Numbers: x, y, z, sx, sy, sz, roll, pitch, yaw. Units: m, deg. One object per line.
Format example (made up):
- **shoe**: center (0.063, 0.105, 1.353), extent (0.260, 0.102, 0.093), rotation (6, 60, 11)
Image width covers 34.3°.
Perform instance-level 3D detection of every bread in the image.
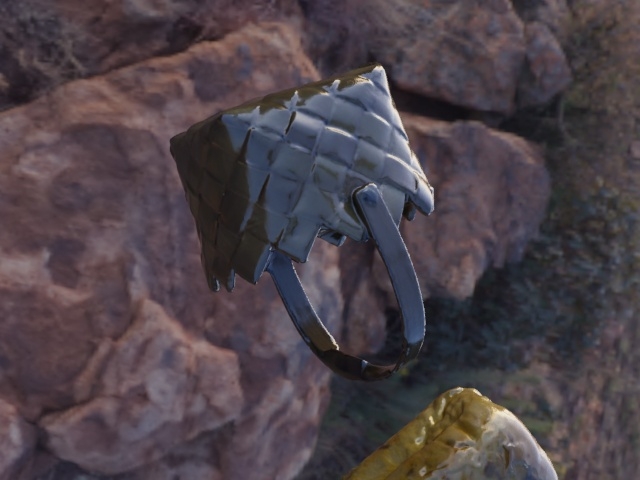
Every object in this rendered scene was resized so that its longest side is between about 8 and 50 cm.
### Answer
- **bread**: center (0.049, 0.188, 0.635), extent (0.211, 0.083, 0.114), rotation (-38, 118, -7)

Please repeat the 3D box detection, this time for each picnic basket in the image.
- **picnic basket**: center (0.000, 0.000, 0.606), extent (0.137, 0.128, 0.179), rotation (-22, 95, -29)
